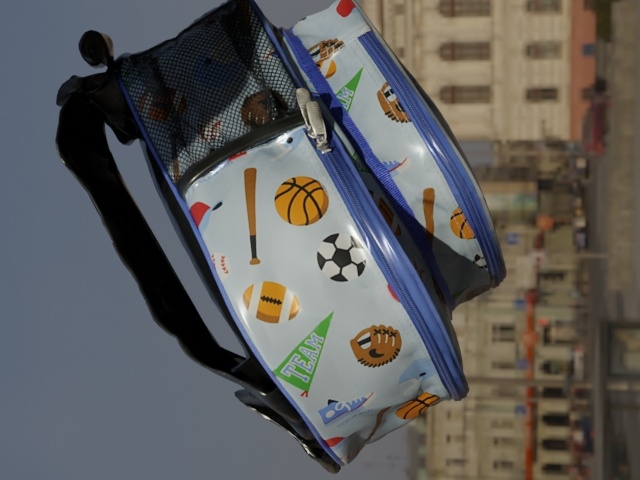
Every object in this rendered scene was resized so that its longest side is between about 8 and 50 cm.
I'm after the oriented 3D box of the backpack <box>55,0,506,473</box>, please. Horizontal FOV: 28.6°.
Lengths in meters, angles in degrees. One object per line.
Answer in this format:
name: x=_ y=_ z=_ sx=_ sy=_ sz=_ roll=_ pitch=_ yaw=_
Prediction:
backpack: x=0.000 y=0.000 z=0.795 sx=0.276 sy=0.213 sz=0.263 roll=49 pitch=-162 yaw=-60
